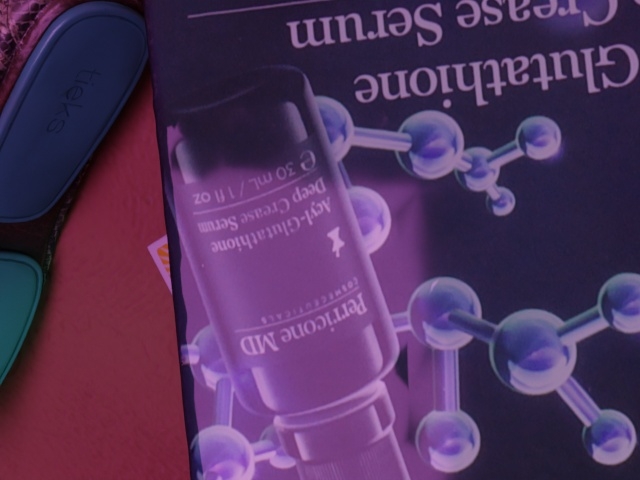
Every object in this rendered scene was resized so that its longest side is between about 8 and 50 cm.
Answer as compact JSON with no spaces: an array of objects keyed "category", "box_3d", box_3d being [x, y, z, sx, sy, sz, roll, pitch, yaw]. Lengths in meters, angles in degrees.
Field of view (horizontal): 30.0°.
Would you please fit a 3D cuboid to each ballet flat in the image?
[{"category":"ballet flat","box_3d":[-0.287,-0.033,0.958,0.182,0.164,0.483,44,113,36]}]

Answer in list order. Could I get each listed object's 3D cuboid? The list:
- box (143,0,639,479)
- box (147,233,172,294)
[{"category":"box","box_3d":[0.085,0.004,0.621,0.293,0.212,0.396,-6,89,7]},{"category":"box","box_3d":[0.000,0.000,0.827,0.203,0.103,0.114,-30,87,29]}]
